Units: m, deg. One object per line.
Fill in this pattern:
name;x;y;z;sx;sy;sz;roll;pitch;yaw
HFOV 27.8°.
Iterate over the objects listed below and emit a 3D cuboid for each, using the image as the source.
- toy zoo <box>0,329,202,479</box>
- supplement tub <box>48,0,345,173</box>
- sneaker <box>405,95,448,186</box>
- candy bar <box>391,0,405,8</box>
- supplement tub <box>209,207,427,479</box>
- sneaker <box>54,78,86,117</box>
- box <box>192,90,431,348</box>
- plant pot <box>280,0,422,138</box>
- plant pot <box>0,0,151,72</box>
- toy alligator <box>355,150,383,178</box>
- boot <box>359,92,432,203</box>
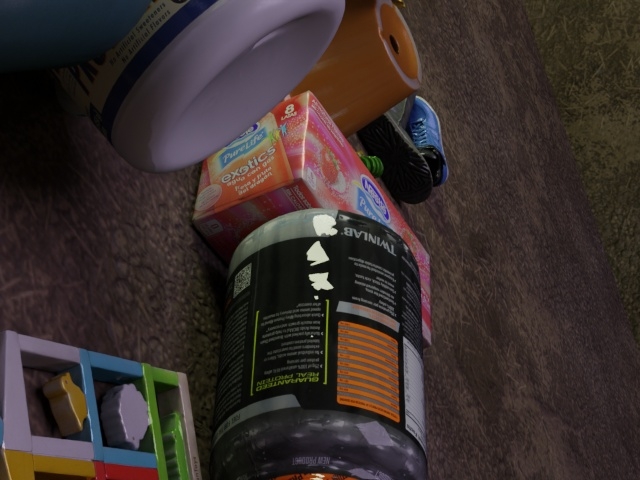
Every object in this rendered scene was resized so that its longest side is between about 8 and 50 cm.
toy zoo;-0.188;0.182;1.050;0.293;0.030;0.192;24;50;-59
supplement tub;-0.163;-0.245;1.095;0.325;0.235;0.235;49;21;9
sneaker;0.164;-0.158;2.069;0.084;0.058;0.152;-35;111;-75
candy bar;0.086;-0.438;2.147;0.161;0.040;0.018;47;42;-41
supplement tub;0.000;0.152;1.267;0.207;0.207;0.338;50;31;-39
sneaker;-0.179;-0.177;1.287;0.240;0.091;0.126;-69;147;-41
box;0.000;0.000;1.471;0.300;0.142;0.154;52;28;-36
plant pot;0.017;-0.215;1.622;0.205;0.187;0.205;47;32;-43
plant pot;-0.283;-0.244;0.883;0.235;0.293;0.293;-29;98;-55
toy alligator;0.045;-0.098;1.766;0.189;0.051;0.056;-1;72;-66
boot;0.121;-0.179;1.994;0.190;0.076;0.208;62;18;-24
